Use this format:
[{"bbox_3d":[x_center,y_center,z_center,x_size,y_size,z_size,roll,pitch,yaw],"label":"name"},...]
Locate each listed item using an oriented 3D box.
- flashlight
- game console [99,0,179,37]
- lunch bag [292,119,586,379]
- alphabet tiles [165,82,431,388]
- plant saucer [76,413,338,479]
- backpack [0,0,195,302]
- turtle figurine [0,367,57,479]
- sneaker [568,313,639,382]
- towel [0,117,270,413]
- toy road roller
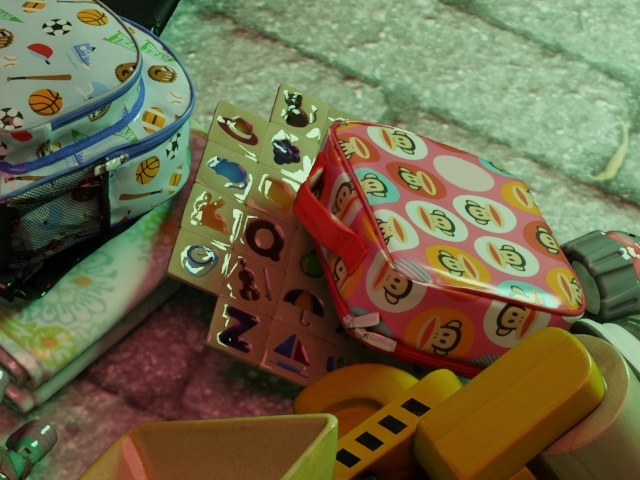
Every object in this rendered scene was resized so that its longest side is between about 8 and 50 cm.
[{"bbox_3d":[0.386,0.003,1.795,0.304,0.103,0.103,-22,29,-22],"label":"flashlight"},{"bbox_3d":[-0.288,-0.346,1.928,0.342,0.060,0.386,8,47,16],"label":"game console"},{"bbox_3d":[0.095,0.002,1.659,0.258,0.120,0.293,15,30,-23],"label":"lunch bag"},{"bbox_3d":[0.000,0.000,1.752,0.285,0.011,0.342,23,52,-12],"label":"alphabet tiles"},{"bbox_3d":[-0.156,0.286,1.442,0.333,0.333,0.081,-47,111,-31],"label":"plant saucer"},{"bbox_3d":[-0.256,-0.119,1.658,0.263,0.213,0.276,-20,56,-33],"label":"backpack"},{"bbox_3d":[-0.311,0.219,1.512,0.118,0.175,0.234,-7,30,20],"label":"turtle figurine"},{"bbox_3d":[0.430,0.185,1.568,0.258,0.169,0.447,-13,36,-18],"label":"sneaker"},{"bbox_3d":[-0.279,-0.032,1.764,0.320,0.090,0.374,37,58,17],"label":"towel"},{"bbox_3d":[0.118,0.188,1.525,0.329,0.202,0.240,-36,43,2],"label":"toy road roller"}]
